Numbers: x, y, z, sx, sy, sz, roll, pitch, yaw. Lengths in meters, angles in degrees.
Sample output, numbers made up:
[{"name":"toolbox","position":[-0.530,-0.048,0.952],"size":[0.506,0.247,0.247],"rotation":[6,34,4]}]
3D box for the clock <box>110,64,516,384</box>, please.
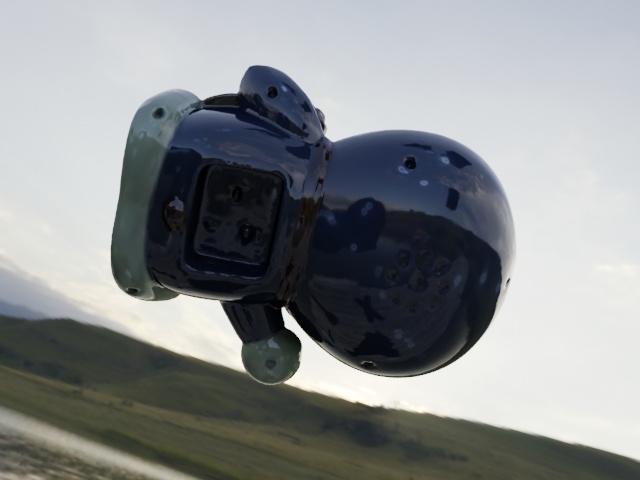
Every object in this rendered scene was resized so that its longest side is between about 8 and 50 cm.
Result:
[{"name":"clock","position":[0.000,0.000,0.446],"size":[0.243,0.200,0.146],"rotation":[13,5,-3]}]
